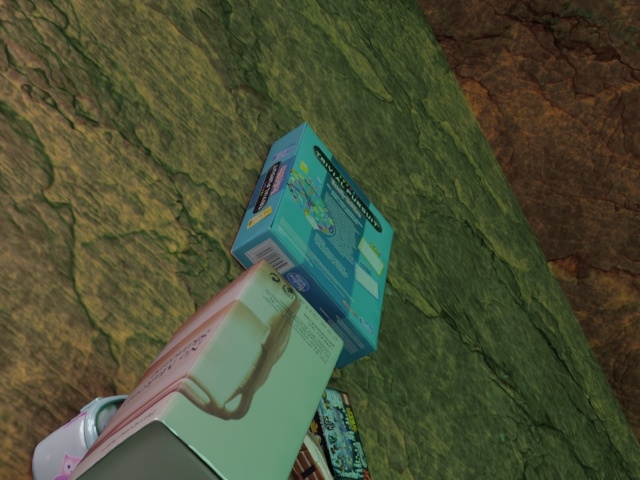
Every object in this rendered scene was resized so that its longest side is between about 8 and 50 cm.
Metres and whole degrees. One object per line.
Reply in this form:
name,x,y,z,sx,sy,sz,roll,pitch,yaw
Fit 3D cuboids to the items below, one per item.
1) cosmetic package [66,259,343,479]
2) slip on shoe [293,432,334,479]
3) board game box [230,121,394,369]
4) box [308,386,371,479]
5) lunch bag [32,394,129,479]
cosmetic package,-0.098,0.159,0.941,0.129,0.153,0.296,47,24,-9
slip on shoe,-0.003,0.307,1.323,0.041,0.051,0.135,6,50,-57
board game box,0.000,0.000,1.619,0.254,0.079,0.336,50,27,-21
box,0.020,0.270,1.429,0.094,0.027,0.137,26,41,-52
lunch bag,-0.146,0.257,1.035,0.279,0.108,0.224,9,56,-59
